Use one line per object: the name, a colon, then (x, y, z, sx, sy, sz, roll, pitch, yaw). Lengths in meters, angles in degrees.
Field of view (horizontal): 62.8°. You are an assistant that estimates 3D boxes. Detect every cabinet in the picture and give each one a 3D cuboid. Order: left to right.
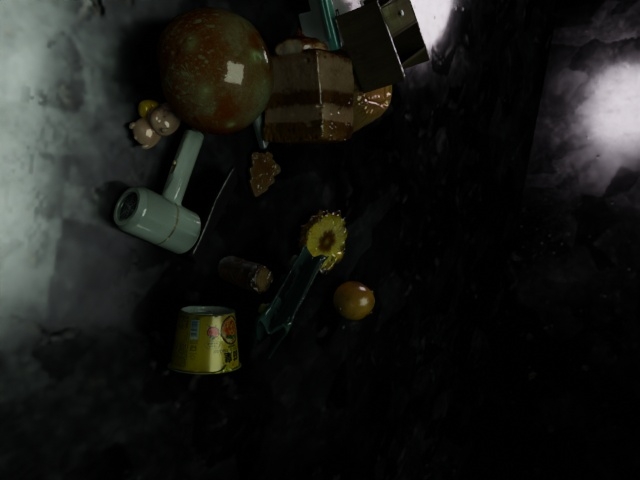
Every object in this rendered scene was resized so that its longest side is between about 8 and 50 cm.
cabinet: (0.176, -0.549, 1.427, 0.175, 0.148, 0.215, -46, 119, -41)

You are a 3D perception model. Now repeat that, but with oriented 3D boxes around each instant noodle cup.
instant noodle cup: (-0.286, 0.243, 1.315, 0.182, 0.182, 0.144, 4, 90, -49)

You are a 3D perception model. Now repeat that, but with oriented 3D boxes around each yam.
yam: (-0.198, 0.087, 1.385, 0.079, 0.141, 0.079, -19, 116, -47)

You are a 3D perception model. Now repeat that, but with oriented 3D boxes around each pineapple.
pineapple: (0.000, 0.000, 1.636, 0.224, 0.076, 0.225, -19, 117, -43)

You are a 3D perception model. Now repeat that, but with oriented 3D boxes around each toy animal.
toy animal: (-0.358, -0.260, 1.147, 0.114, 0.082, 0.091, -48, 133, -28)

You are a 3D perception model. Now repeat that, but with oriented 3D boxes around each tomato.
tomato: (-0.213, -0.370, 1.143, 0.270, 0.222, 0.270, 33, 52, -56)

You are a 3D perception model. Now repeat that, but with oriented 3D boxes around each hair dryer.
hair dryer: (-0.335, -0.163, 1.211, 0.173, 0.107, 0.357, 33, 67, -50)

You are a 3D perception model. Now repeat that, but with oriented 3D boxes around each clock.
clock: (0.033, -0.690, 1.460, 0.231, 0.116, 0.262, -45, 132, -38)

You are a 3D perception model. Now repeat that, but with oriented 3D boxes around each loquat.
loquat: (0.114, 0.204, 1.771, 0.141, 0.141, 0.141, -17, 113, -45)

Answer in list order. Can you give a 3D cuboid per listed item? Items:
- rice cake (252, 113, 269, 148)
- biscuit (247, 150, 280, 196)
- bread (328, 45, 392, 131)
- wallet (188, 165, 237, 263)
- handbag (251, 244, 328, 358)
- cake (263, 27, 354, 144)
rice cake: (-0.169, -0.338, 1.379, 0.033, 0.033, 0.208, -35, 125, -36)
biscuit: (-0.164, -0.182, 1.439, 0.119, 0.019, 0.130, 27, 80, -49)
bread: (0.101, -0.455, 1.569, 0.274, 0.149, 0.274, -8, 100, -51)
wallet: (-0.266, -0.062, 1.296, 0.124, 0.025, 0.244, 130, -16, -77)
handbag: (-0.102, 0.167, 1.457, 0.269, 0.100, 0.274, -62, -179, -29)
cake: (-0.035, -0.400, 1.388, 0.198, 0.196, 0.293, -20, 111, -56)
